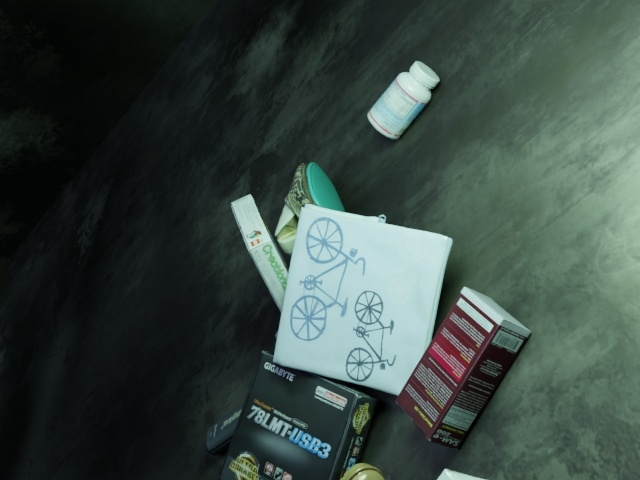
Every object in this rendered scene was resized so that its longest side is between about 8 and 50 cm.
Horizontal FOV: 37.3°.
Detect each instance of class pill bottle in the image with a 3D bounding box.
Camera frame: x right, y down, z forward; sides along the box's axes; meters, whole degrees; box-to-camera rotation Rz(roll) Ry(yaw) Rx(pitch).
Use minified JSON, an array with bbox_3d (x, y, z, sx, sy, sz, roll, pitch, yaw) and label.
[{"bbox_3d":[0.179,-0.301,2.027,0.160,0.087,0.087,-50,35,25],"label":"pill bottle"}]

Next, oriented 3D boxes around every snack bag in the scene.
[{"bbox_3d":[0.077,0.109,1.786,0.343,0.037,0.323,11,90,32],"label":"snack bag"}]

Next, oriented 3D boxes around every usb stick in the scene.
[{"bbox_3d":[-0.172,0.403,2.136,0.278,0.045,0.077,-40,41,38],"label":"usb stick"}]

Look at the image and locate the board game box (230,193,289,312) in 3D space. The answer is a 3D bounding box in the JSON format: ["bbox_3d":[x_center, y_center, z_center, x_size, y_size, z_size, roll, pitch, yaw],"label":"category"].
[{"bbox_3d":[-0.090,0.073,1.986,0.053,0.305,0.193,-26,36,-1],"label":"board game box"}]

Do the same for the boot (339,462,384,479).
[{"bbox_3d":[0.112,0.458,1.303,0.269,0.089,0.236,11,90,56],"label":"boot"}]

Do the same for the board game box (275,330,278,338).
[{"bbox_3d":[-0.060,0.204,2.121,0.090,0.020,0.090,-57,31,15],"label":"board game box"}]

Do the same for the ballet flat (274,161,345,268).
[{"bbox_3d":[0.000,0.000,2.013,0.182,0.164,0.483,-41,38,7],"label":"ballet flat"}]

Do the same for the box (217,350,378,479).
[{"bbox_3d":[-0.051,0.397,1.855,0.295,0.073,0.293,18,90,46],"label":"box"}]

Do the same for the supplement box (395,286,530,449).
[{"bbox_3d":[0.237,0.215,1.604,0.239,0.073,0.130,-60,31,10],"label":"supplement box"}]

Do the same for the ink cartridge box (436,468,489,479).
[{"bbox_3d":[0.193,0.564,1.343,0.384,0.160,0.279,-58,35,12],"label":"ink cartridge box"}]
